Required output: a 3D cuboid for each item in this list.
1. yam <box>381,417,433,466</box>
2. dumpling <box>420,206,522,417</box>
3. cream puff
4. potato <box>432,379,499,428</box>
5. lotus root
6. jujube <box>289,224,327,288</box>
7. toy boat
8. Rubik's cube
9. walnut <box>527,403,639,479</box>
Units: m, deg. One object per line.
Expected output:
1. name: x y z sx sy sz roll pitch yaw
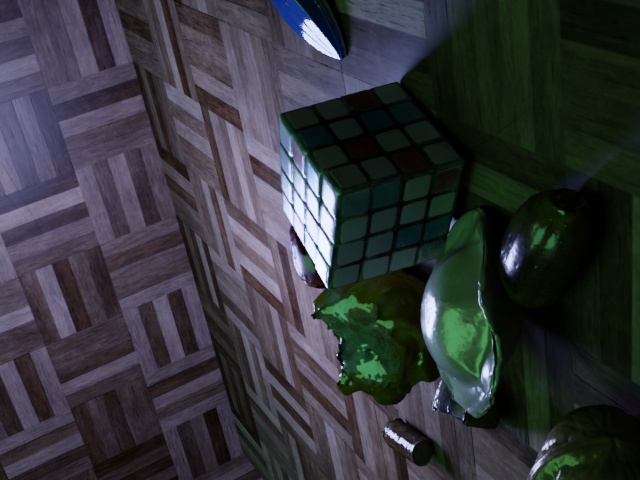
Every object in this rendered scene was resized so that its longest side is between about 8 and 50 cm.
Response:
1. yam: 0.222 0.507 2.268 0.141 0.079 0.079 21 131 61
2. dumpling: 0.270 0.112 1.547 0.181 0.341 0.260 25 168 1
3. cream puff: 0.152 0.172 1.915 0.274 0.270 0.323 2 120 30
4. potato: 0.318 0.322 1.856 0.261 0.100 0.120 147 139 -83
5. lotus root: 0.344 0.016 1.386 0.124 0.123 0.241 44 154 26
6. jujube: 0.000 0.000 2.184 0.168 0.168 0.236 122 137 -65
7. toy boat: -0.036 -0.492 1.843 0.295 0.088 0.129 55 159 -1
8. Rubik's cube: 0.084 -0.102 1.676 0.259 0.256 0.253 91 155 -45
9. walnut: 0.438 0.370 1.413 0.228 0.228 0.228 51 154 36
